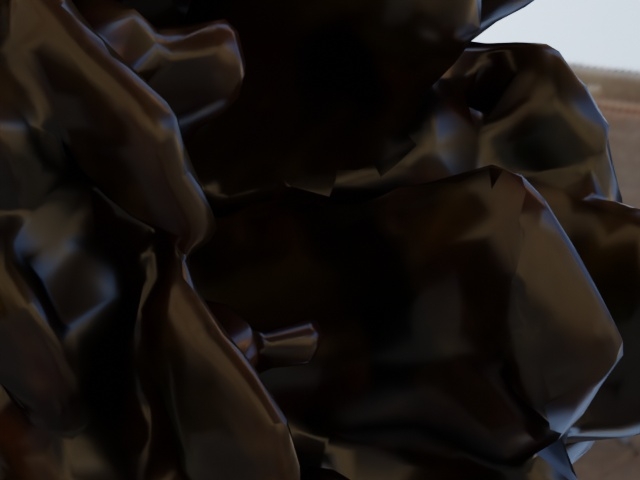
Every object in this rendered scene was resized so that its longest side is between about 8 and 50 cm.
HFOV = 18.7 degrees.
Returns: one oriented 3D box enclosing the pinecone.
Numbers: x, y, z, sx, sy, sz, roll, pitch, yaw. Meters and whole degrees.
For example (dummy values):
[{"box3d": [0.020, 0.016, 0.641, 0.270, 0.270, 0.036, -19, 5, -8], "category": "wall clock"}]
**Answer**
[{"box3d": [-0.086, 0.013, 0.547, 0.397, 0.398, 0.398, 12, -69, 32], "category": "pinecone"}]
